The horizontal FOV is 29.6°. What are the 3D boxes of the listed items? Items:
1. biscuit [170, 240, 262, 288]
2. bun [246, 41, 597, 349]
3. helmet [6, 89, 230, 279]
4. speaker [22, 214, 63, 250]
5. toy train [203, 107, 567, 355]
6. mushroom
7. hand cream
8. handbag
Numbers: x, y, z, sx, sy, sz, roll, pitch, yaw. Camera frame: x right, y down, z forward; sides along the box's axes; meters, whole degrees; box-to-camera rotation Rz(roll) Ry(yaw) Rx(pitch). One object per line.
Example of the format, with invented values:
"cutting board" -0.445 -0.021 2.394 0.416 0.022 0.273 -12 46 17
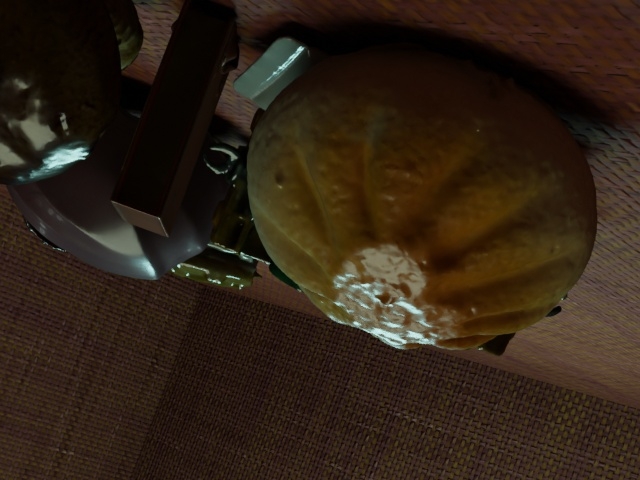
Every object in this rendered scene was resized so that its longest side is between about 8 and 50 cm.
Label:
"biscuit" -0.234 -0.009 2.056 0.268 0.115 0.366 15 -178 -9
"bun" 0.074 -0.011 0.981 0.298 0.165 0.299 11 142 9
"helmet" -0.277 -0.074 1.521 0.338 0.197 0.271 25 165 3
"speaker" -0.475 -0.126 1.879 0.259 0.198 0.329 10 -169 -46
"toy train" 0.066 -0.018 1.301 0.429 0.178 0.249 22 -177 -16
"mushroom" -0.269 -0.183 0.963 0.267 0.254 0.267 3 133 4
"hand cream" 0.078 -0.091 1.083 0.314 0.089 0.139 28 159 -13
"handbag" -0.124 -0.105 1.059 0.062 0.190 0.127 19 171 -1
